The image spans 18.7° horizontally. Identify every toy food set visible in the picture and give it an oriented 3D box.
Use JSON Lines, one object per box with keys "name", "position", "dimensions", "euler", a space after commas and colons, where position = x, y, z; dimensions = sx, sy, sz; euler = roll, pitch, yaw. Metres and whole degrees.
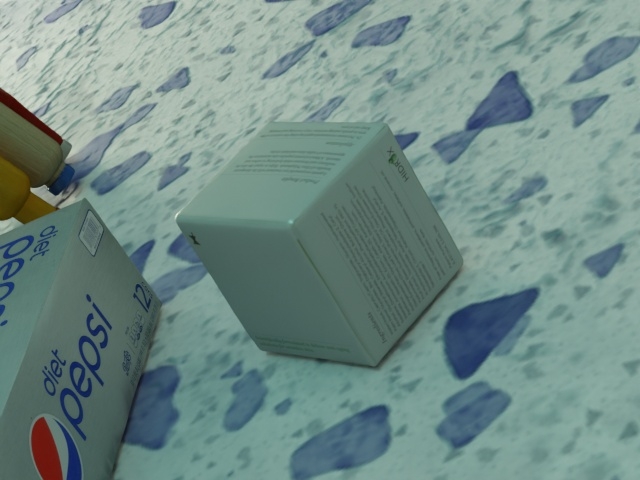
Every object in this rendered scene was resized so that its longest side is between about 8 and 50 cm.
{"name": "toy food set", "position": [-0.251, -0.048, 1.431], "dimensions": [0.111, 0.104, 0.232], "euler": [-61, 18, -21]}

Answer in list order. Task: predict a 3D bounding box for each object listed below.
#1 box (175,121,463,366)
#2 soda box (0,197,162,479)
{"name": "box", "position": [0.000, 0.000, 1.037], "dimensions": [0.101, 0.102, 0.087], "euler": [5, 43, 49]}
{"name": "soda box", "position": [-0.173, 0.101, 1.066], "dimensions": [0.098, 0.091, 0.286], "euler": [-22, 29, 21]}
